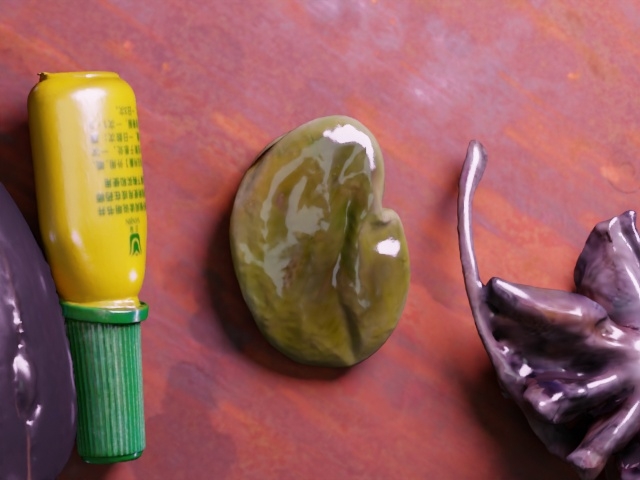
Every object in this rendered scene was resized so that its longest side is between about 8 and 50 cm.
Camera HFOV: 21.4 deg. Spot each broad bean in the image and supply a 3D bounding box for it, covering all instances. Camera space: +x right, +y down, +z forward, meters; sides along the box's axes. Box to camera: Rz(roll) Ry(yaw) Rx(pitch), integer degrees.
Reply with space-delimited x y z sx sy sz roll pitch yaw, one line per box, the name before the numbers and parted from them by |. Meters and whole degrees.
broad bean | 0.000 0.000 1.387 0.153 0.072 0.206 3 85 -9

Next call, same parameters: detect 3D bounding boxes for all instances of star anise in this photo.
star anise | 0.260 0.099 1.436 0.316 0.139 0.359 7 68 -23

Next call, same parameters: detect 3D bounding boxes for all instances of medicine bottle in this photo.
medicine bottle | -0.174 0.021 1.328 0.111 0.076 0.308 -8 93 -60

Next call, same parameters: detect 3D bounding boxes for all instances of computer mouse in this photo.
computer mouse | -0.270 0.041 1.236 0.116 0.183 0.323 -30 77 27
